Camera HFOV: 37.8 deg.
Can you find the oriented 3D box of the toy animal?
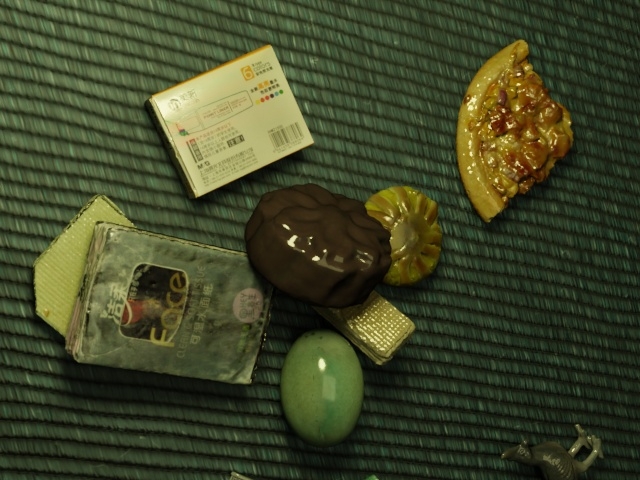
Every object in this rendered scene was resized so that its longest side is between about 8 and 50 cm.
[{"bbox_3d":[0.561,0.520,2.123,0.206,0.081,0.367,-49,114,-18],"label":"toy animal"}]

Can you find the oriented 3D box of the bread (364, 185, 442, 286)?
[{"bbox_3d":[0.168,-0.009,1.956,0.213,0.105,0.213,-1,92,-18],"label":"bread"}]

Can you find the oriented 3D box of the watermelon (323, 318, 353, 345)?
[{"bbox_3d":[0.061,0.170,1.938,0.106,0.062,0.105,1,88,-30],"label":"watermelon"}]

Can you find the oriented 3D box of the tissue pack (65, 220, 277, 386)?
[{"bbox_3d":[-0.274,0.123,1.756,0.361,0.122,0.259,14,89,-31],"label":"tissue pack"}]

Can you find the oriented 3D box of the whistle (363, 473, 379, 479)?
[{"bbox_3d":[0.045,0.552,1.948,0.186,0.039,0.039,-29,100,-18],"label":"whistle"}]

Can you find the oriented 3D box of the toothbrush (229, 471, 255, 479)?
[{"bbox_3d":[-0.038,0.542,1.897,0.321,0.023,0.031,25,79,-8],"label":"toothbrush"}]

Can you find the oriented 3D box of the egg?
[{"bbox_3d":[0.003,0.292,1.860,0.169,0.169,0.236,-4,91,-21],"label":"egg"}]

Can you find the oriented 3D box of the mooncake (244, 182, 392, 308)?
[{"bbox_3d":[0.000,0.000,1.796,0.283,0.283,0.141,15,121,-20],"label":"mooncake"}]

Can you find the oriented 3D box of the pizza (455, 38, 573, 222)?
[{"bbox_3d":[0.425,-0.232,2.051,0.278,0.114,0.408,18,87,-15],"label":"pizza"}]

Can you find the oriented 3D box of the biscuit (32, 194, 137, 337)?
[{"bbox_3d":[-0.444,0.048,1.755,0.147,0.046,0.250,43,76,-18],"label":"biscuit"}]

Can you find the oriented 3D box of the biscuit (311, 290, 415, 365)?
[{"bbox_3d":[0.070,0.140,1.877,0.239,0.062,0.108,39,60,17],"label":"biscuit"}]

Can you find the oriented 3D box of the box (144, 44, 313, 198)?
[{"bbox_3d":[-0.178,-0.231,1.828,0.274,0.091,0.220,-25,98,-18],"label":"box"}]
